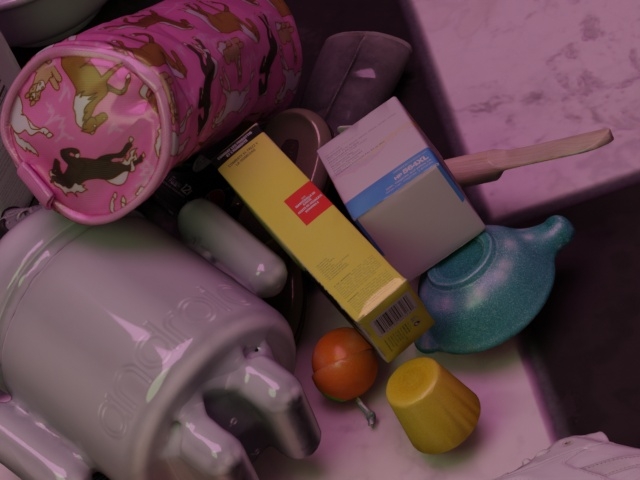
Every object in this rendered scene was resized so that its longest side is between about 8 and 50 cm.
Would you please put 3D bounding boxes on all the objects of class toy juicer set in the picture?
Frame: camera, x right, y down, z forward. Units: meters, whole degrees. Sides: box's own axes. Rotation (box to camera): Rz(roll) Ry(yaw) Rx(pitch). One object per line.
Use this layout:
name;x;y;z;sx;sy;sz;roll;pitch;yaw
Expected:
toy juicer set;0.118;0.036;1.710;0.209;0.089;0.329;9;58;47

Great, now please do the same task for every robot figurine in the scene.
robot figurine;-0.162;0.092;1.654;0.353;0.200;0.300;33;66;29

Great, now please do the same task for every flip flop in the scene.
flip flop;-0.059;0.002;1.763;0.112;0.080;0.277;10;78;31

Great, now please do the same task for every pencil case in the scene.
pencil case;-0.142;-0.133;1.712;0.160;0.167;0.386;11;17;14

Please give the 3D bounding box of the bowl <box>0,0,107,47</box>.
bowl;-0.327;-0.312;2.146;0.298;0.134;0.298;-11;46;11

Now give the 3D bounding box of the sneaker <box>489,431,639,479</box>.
sneaker;0.172;0.229;1.510;0.305;0.114;0.152;-7;34;10

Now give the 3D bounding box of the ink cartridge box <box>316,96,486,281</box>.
ink cartridge box;0.067;-0.051;1.692;0.090;0.092;0.143;-35;36;7

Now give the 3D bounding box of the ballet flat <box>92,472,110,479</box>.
ballet flat;-0.244;0.195;1.700;0.070;0.070;0.188;-42;48;-18

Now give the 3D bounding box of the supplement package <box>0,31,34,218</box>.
supplement package;-0.387;-0.136;1.935;0.139;0.244;0.134;3;51;23

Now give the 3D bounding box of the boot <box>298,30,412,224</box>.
boot;0.044;-0.115;1.883;0.190;0.076;0.208;13;49;27

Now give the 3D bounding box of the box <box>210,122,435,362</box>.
box;0.000;0.000;1.647;0.058;0.087;0.232;-40;53;-3

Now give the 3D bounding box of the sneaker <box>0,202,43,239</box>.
sneaker;-0.260;-0.044;1.881;0.132;0.086;0.228;11;80;41

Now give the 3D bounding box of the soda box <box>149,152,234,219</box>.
soda box;-0.158;-0.072;1.918;0.053;0.060;0.169;-41;48;-17
